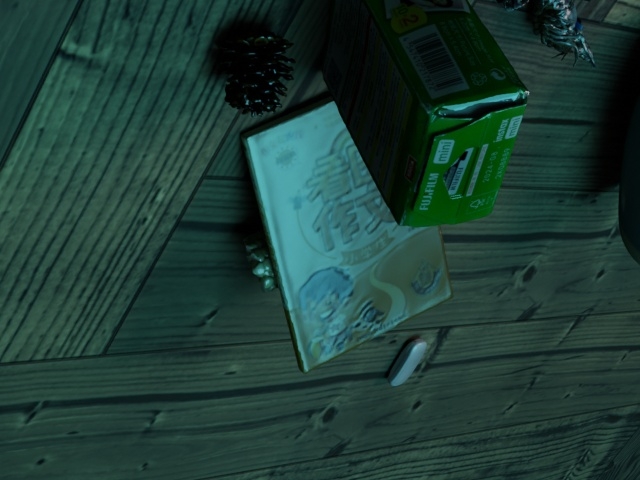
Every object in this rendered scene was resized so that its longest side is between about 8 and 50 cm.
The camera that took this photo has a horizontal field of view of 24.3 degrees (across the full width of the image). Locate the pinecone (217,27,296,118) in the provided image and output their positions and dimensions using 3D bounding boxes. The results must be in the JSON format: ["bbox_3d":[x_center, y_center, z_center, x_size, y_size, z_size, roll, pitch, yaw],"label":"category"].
[{"bbox_3d":[-0.058,-0.157,1.393,0.077,0.083,0.077,-10,180,0],"label":"pinecone"}]

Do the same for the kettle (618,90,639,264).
[{"bbox_3d":[0.524,-0.160,1.933,0.319,0.247,0.342,-59,152,-34],"label":"kettle"}]

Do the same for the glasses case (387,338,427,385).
[{"bbox_3d":[0.120,0.169,2.057,0.032,0.021,0.083,-4,133,-42],"label":"glasses case"}]

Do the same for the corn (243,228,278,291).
[{"bbox_3d":[0.000,0.000,1.659,0.211,0.087,0.087,-20,143,-25],"label":"corn"}]

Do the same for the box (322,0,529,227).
[{"bbox_3d":[0.091,-0.152,1.404,0.103,0.250,0.180,-10,142,-18],"label":"box"}]

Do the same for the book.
[{"bbox_3d":[0.036,-0.021,1.608,0.208,0.020,0.295,-26,121,-22],"label":"book"}]

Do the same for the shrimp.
[{"bbox_3d":[0.263,-0.246,1.640,0.076,0.082,0.174,-44,142,13],"label":"shrimp"}]
